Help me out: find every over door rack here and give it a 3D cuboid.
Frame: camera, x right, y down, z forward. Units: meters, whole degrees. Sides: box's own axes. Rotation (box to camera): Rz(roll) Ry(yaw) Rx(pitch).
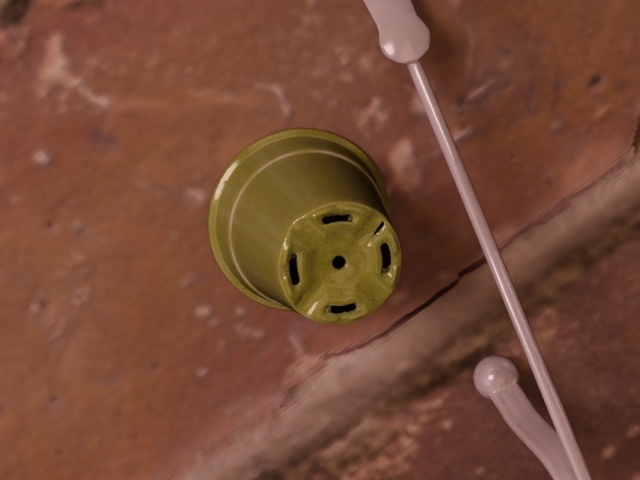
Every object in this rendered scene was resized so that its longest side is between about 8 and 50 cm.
[{"bbox_3d":[0.174,-0.014,0.608,0.239,0.108,0.324,-20,93,-8],"label":"over door rack"}]

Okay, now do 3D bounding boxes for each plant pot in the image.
[{"bbox_3d":[0.000,0.000,0.573,0.083,0.079,0.083,-3,104,-13],"label":"plant pot"}]
